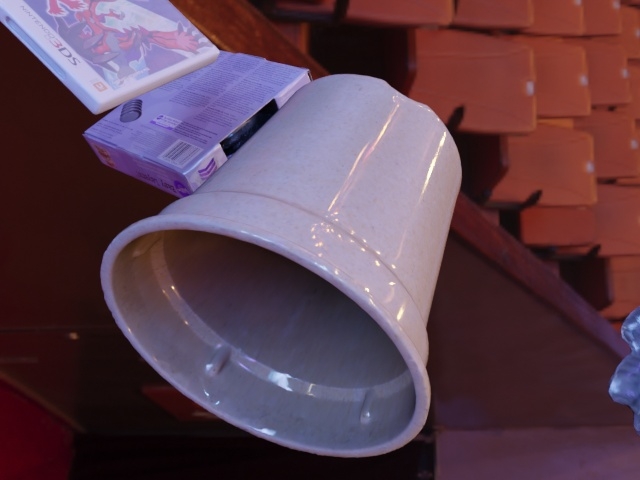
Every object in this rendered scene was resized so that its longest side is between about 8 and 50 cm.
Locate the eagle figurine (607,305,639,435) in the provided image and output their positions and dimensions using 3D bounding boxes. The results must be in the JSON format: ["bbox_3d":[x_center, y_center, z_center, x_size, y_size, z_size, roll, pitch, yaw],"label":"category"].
[{"bbox_3d":[0.288,0.079,0.275,0.226,0.298,0.225,148,-46,-62],"label":"eagle figurine"}]

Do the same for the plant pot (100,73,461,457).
[{"bbox_3d":[0.000,0.000,0.888,0.333,0.334,0.305,84,28,-47],"label":"plant pot"}]

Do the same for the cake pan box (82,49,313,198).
[{"bbox_3d":[-0.169,-0.174,1.224,0.246,0.267,0.070,-46,134,-24],"label":"cake pan box"}]

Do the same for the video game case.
[{"bbox_3d":[-0.234,-0.234,0.927,0.201,0.183,0.023,-40,173,-49],"label":"video game case"}]
